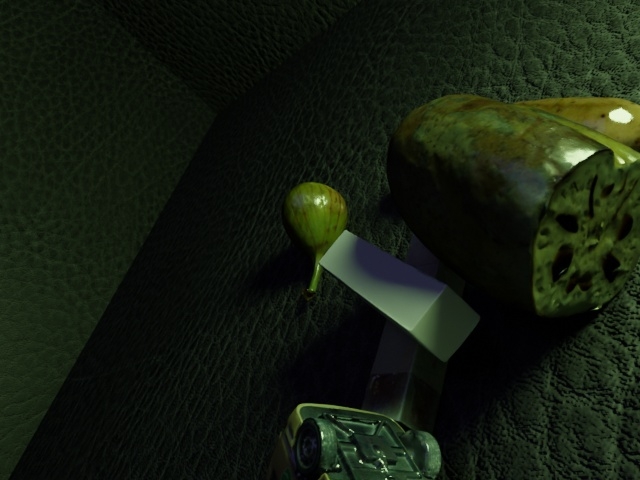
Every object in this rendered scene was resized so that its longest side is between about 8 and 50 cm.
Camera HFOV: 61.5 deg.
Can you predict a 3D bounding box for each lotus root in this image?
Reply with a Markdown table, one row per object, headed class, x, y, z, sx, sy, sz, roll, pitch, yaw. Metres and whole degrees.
| class | x | y | z | sx | sy | sz | roll | pitch | yaw |
| --- | --- | --- | --- | --- | --- | --- | --- | --- | --- |
| lotus root | 0.226 | -0.068 | 0.713 | 0.250 | 0.250 | 0.346 | -46 | 38 | 5 |

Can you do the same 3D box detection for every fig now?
| class | x | y | z | sx | sy | sz | roll | pitch | yaw |
| --- | --- | --- | --- | --- | --- | --- | --- | --- | --- |
| fig | 0.000 | 0.000 | 1.164 | 0.151 | 0.151 | 0.259 | -31 | 57 | 30 |

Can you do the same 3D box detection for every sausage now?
| class | x | y | z | sx | sy | sz | roll | pitch | yaw |
| --- | --- | --- | --- | --- | --- | --- | --- | --- | --- |
| sausage | 0.302 | -0.161 | 0.912 | 0.500 | 0.123 | 0.136 | 6 | 86 | 58 |

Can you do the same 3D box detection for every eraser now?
| class | x | y | z | sx | sy | sz | roll | pitch | yaw |
| --- | --- | --- | --- | --- | --- | --- | --- | --- | --- |
| eraser | 0.098 | 0.067 | 0.788 | 0.076 | 0.078 | 0.298 | -51 | 27 | -3 |

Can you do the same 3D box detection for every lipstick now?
| class | x | y | z | sx | sy | sz | roll | pitch | yaw |
| --- | --- | --- | --- | --- | --- | --- | --- | --- | --- |
| lipstick | 0.157 | 0.111 | 0.818 | 0.079 | 0.076 | 0.372 | -18 | 40 | 46 |

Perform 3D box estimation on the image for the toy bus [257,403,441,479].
| class | x | y | z | sx | sy | sz | roll | pitch | yaw |
| --- | --- | --- | --- | --- | --- | --- | --- | --- | --- |
| toy bus | 0.060 | 0.336 | 0.520 | 0.202 | 0.176 | 0.365 | -65 | 28 | 16 |
